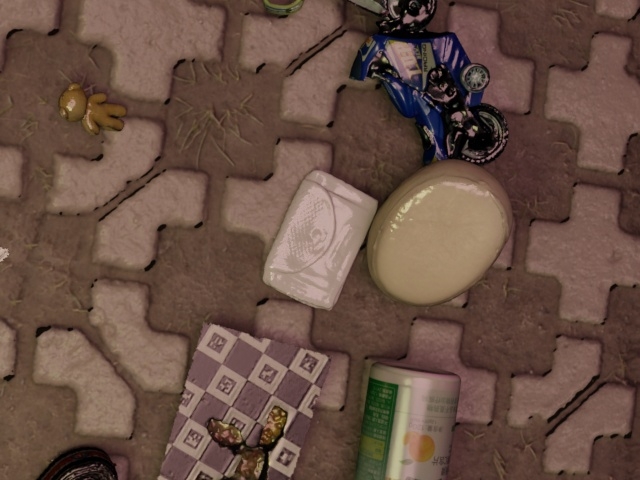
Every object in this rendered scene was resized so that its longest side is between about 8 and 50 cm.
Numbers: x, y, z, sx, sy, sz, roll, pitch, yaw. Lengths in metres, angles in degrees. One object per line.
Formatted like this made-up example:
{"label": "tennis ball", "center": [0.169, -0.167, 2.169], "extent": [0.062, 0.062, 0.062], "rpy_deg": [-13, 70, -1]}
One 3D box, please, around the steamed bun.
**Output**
{"label": "steamed bun", "center": [0.164, -0.015, 1.584], "extent": [0.177, 0.131, 0.228], "rpy_deg": [30, 113, -11]}

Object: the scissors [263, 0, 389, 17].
{"label": "scissors", "center": [0.017, -0.362, 1.566], "extent": [0.187, 0.020, 0.134], "rpy_deg": [19, 86, 17]}

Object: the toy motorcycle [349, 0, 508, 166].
{"label": "toy motorcycle", "center": [0.147, -0.217, 1.603], "extent": [0.169, 0.113, 0.315], "rpy_deg": [-32, 107, -1]}

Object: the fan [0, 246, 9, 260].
{"label": "fan", "center": [-0.544, 0.113, 1.473], "extent": [0.329, 0.009, 0.191], "rpy_deg": [-37, 99, -11]}

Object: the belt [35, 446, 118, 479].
{"label": "belt", "center": [-0.410, 0.413, 1.469], "extent": [0.359, 0.094, 0.126], "rpy_deg": [-45, 100, -11]}

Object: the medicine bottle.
{"label": "medicine bottle", "center": [0.116, 0.315, 1.585], "extent": [0.133, 0.133, 0.274], "rpy_deg": [9, 90, -15]}

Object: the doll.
{"label": "doll", "center": [-0.307, -0.174, 1.510], "extent": [0.093, 0.051, 0.062], "rpy_deg": [13, 81, -16]}

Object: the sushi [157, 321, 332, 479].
{"label": "sushi", "center": [-0.115, 0.269, 1.569], "extent": [0.192, 0.043, 0.280], "rpy_deg": [17, 87, -14]}

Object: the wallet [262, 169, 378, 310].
{"label": "wallet", "center": [0.000, 0.000, 1.603], "extent": [0.124, 0.032, 0.183], "rpy_deg": [27, 83, -16]}
